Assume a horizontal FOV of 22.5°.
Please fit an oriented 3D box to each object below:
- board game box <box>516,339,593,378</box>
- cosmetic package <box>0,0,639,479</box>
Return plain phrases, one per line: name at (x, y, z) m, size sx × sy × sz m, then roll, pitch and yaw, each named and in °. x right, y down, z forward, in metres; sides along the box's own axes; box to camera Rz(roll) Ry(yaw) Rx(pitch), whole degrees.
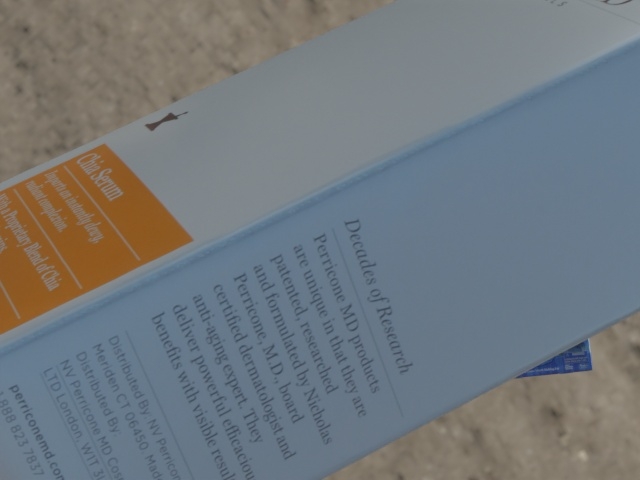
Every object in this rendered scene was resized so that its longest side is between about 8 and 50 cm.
board game box at (0.188, 0.074, 1.408) m, size 0.020 × 0.090 × 0.090 m, roll 28°, pitch 55°, yaw -77°
cosmetic package at (0.000, 0.000, 0.938) m, size 0.230 × 0.453 × 0.161 m, roll 40°, pitch -27°, yaw 61°
